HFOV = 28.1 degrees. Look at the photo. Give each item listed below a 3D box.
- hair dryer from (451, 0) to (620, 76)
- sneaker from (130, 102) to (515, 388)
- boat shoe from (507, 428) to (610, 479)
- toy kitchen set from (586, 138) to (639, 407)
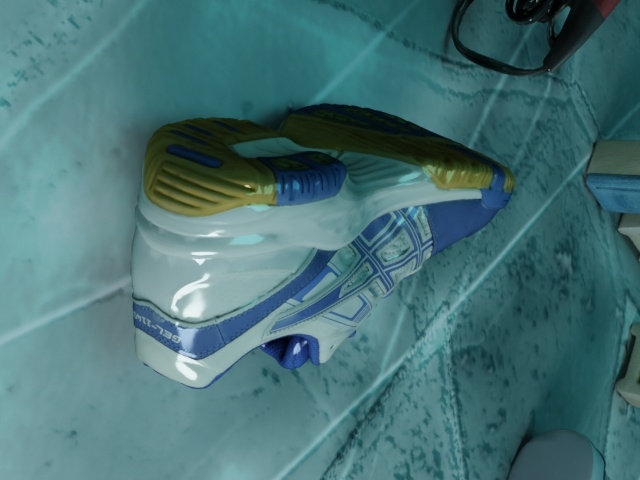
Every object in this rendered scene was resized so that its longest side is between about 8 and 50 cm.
[{"bbox_3d":[0.226,-0.228,0.830,0.080,0.293,0.224,-20,106,-64],"label":"hair dryer"},{"bbox_3d":[0.000,0.000,0.718,0.296,0.111,0.131,-8,118,-50],"label":"sneaker"},{"bbox_3d":[0.162,0.276,0.952,0.088,0.096,0.268,47,49,-39],"label":"boat shoe"},{"bbox_3d":[0.302,0.040,1.078,0.207,0.122,0.166,44,60,-45],"label":"toy kitchen set"}]
